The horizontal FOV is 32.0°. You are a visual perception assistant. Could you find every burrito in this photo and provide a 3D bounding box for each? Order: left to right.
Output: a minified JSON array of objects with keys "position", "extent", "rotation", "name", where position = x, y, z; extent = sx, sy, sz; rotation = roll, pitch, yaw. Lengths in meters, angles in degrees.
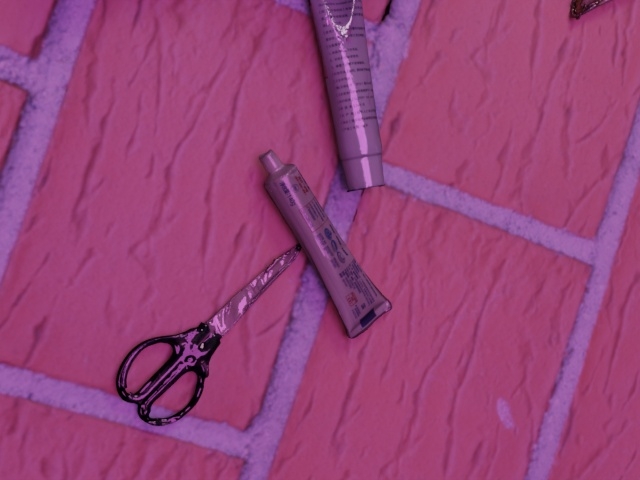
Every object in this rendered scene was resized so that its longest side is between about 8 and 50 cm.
[{"position":[0.407,-0.360,1.553],"extent":[0.149,0.041,0.055],"rotation":[-27,113,-15],"name":"burrito"}]

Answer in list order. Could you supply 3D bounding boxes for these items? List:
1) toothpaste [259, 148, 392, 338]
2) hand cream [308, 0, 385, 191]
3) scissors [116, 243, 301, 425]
[{"position":[0.000,-0.001,1.434],"extent":[0.268,0.047,0.069],"rotation":[57,36,-13],"name":"toothpaste"},{"position":[0.034,-0.229,1.430],"extent":[0.085,0.058,0.331],"rotation":[-10,95,-15],"name":"hand cream"},{"position":[-0.127,0.107,1.410],"extent":[0.300,0.022,0.109],"rotation":[-43,107,-12],"name":"scissors"}]
